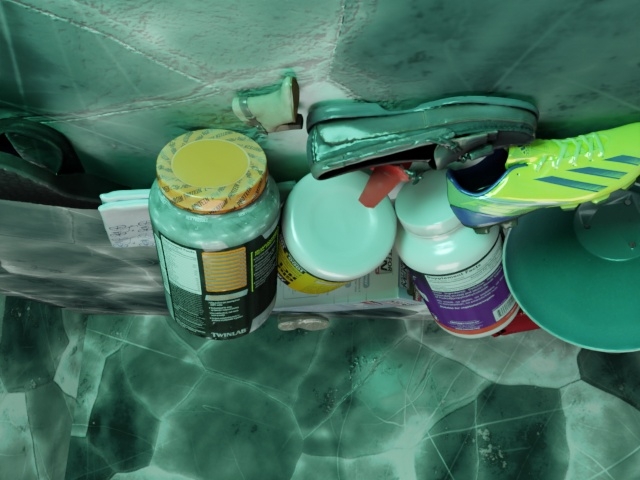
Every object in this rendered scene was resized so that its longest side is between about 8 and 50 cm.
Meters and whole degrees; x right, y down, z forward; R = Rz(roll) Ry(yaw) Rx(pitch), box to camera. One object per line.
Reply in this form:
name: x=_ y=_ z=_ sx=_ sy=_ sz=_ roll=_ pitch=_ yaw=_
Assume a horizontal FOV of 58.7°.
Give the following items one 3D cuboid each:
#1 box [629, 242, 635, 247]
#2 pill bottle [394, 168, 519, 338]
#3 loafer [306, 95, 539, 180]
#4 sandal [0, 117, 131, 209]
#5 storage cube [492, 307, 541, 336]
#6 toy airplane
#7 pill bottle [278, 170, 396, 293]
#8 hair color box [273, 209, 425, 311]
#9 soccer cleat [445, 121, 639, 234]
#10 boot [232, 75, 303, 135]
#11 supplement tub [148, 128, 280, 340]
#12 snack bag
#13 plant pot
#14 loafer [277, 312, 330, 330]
box: x=0.841 y=0.063 z=1.267 sx=0.381 sy=0.143 sz=0.191 roll=14 pitch=161 yaw=-32
pill bottle: x=0.243 y=0.026 z=1.019 sx=0.181 sy=0.182 sz=0.323 roll=-6 pitch=140 yaw=28
loafer: x=0.130 y=-0.124 z=0.750 sx=0.302 sy=0.095 sz=0.109 roll=0 pitch=165 yaw=9
sandal: x=-0.449 y=-0.118 z=0.895 sx=0.167 sy=0.107 sz=0.446 roll=0 pitch=178 yaw=5
storage cube: x=0.468 y=0.122 z=1.410 sx=0.183 sy=0.215 sz=0.193 roll=12 pitch=156 yaw=-31
toy airplane: x=0.078 y=-0.108 z=0.814 sx=0.151 sy=0.151 sz=0.028 roll=-1 pitch=134 yaw=12
pill bottle: x=0.000 y=0.000 z=1.045 sx=0.187 sy=0.188 sz=0.334 roll=5 pitch=167 yaw=-11
hair color box: x=0.048 y=0.059 z=1.275 sx=0.374 sy=0.185 sz=0.113 roll=-10 pitch=161 yaw=40
soccer cleat: x=0.312 y=-0.102 z=0.779 sx=0.289 sy=0.093 sz=0.121 roll=-21 pitch=120 yaw=22
boot: x=-0.069 y=-0.171 z=0.721 sx=0.087 sy=0.042 sz=0.118 roll=9 pitch=159 yaw=8
supplement tub: x=-0.160 y=-0.003 z=0.894 sx=0.193 sy=0.194 sz=0.316 roll=3 pitch=137 yaw=-4
snack bag: x=-0.238 y=-0.043 z=1.103 sx=0.342 sy=0.037 sz=0.323 roll=-6 pitch=169 yaw=-18
plant pot: x=0.472 y=0.006 z=0.936 sx=0.290 sy=0.290 sz=0.195 roll=-9 pitch=-163 yaw=37
loafer: x=-0.041 y=0.187 z=1.353 sx=0.125 sy=0.039 sz=0.045 roll=0 pitch=135 yaw=-13
